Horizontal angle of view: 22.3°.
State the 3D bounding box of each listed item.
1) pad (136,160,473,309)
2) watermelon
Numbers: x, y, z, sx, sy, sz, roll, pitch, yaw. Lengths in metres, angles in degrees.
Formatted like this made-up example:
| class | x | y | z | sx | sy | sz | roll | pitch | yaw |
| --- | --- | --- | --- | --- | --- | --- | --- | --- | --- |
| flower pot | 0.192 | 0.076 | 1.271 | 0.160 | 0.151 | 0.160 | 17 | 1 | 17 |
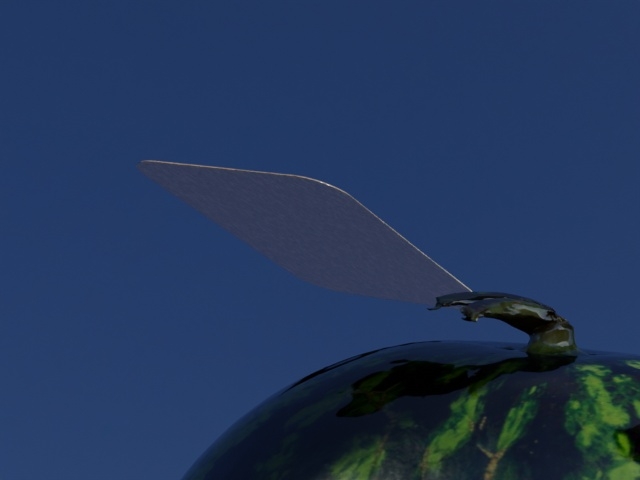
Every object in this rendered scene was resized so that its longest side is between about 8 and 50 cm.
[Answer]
| class | x | y | z | sx | sy | sz | roll | pitch | yaw |
| --- | --- | --- | --- | --- | --- | --- | --- | --- | --- |
| pad | 0.000 | 0.000 | 1.170 | 0.176 | 0.002 | 0.266 | 7 | -17 | 34 |
| watermelon | 0.070 | 0.151 | 0.493 | 0.269 | 0.269 | 0.269 | 1 | -49 | 1 |
